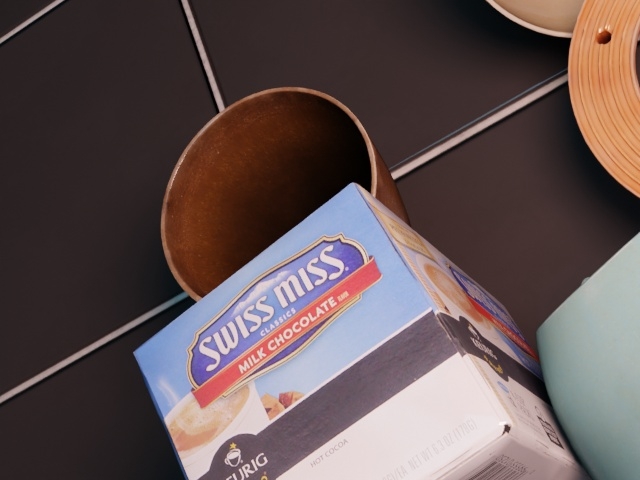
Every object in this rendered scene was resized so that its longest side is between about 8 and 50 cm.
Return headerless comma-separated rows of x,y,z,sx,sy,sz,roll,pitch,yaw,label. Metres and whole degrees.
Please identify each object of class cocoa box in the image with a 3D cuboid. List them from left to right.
0.062,0.154,0.934,0.231,0.347,0.228,-37,58,12,cocoa box

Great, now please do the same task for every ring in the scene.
0.377,-0.164,0.962,0.336,0.032,0.337,-10,67,26,ring

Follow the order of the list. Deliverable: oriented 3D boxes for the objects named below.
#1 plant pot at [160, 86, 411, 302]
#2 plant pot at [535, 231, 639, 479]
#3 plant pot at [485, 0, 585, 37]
0.000,0.000,1.095,0.215,0.230,0.215,-10,67,24,plant pot
0.300,0.092,0.826,0.293,0.293,0.235,-44,77,7,plant pot
0.228,-0.354,1.112,0.284,0.284,0.191,-45,21,6,plant pot
